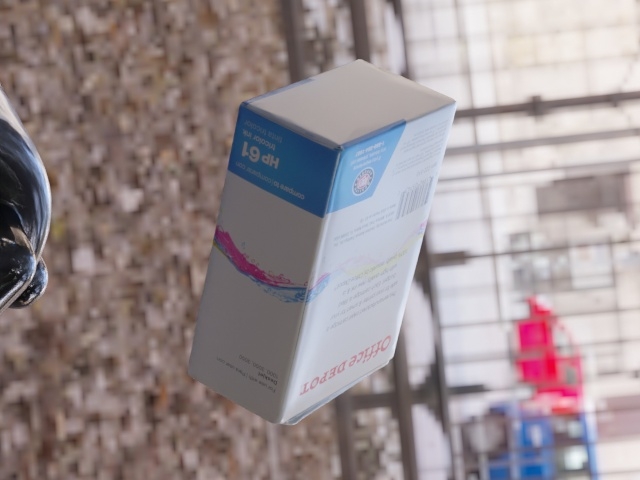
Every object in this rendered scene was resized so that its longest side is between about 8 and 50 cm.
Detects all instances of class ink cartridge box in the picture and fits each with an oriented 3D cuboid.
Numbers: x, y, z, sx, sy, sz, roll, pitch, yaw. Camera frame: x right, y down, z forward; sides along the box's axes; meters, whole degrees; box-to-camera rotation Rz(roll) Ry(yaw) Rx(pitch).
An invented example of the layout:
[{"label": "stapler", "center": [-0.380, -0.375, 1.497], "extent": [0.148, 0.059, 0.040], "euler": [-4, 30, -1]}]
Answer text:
[{"label": "ink cartridge box", "center": [0.000, 0.000, 0.787], "extent": [0.088, 0.052, 0.122], "euler": [-26, 134, -53]}]

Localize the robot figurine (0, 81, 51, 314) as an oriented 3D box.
[{"label": "robot figurine", "center": [-0.254, -0.043, 1.114], "extent": [0.278, 0.173, 0.209], "euler": [-125, -155, -47]}]
